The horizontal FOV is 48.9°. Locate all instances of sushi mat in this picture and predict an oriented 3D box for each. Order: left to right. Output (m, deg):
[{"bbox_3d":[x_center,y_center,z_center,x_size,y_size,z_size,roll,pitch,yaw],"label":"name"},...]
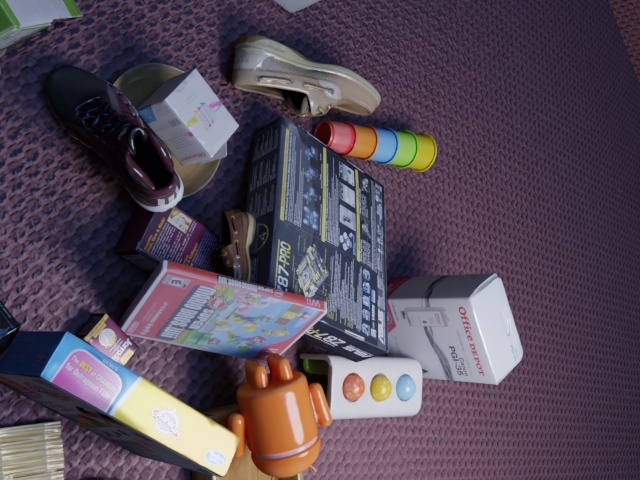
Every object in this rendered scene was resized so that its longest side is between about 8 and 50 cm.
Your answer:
[{"bbox_3d":[-0.509,0.341,0.968,0.316,0.019,0.151,5,82,-43],"label":"sushi mat"}]

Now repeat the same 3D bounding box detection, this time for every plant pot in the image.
[{"bbox_3d":[-0.276,-0.188,1.230,0.236,0.032,0.236,5,82,-42],"label":"plant pot"}]

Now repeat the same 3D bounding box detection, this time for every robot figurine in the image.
[{"bbox_3d":[-0.073,0.309,1.211,0.158,0.128,0.219,-22,100,-58],"label":"robot figurine"}]

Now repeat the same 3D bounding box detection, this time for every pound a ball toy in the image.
[{"bbox_3d":[0.075,0.259,1.446,0.319,0.136,0.208,12,78,-43],"label":"pound a ball toy"}]

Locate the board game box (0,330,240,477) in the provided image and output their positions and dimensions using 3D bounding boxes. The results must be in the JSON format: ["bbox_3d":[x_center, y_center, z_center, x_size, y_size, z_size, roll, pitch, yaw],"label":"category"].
[{"bbox_3d":[-0.306,0.236,1.018,0.316,0.242,0.064,43,58,-33],"label":"board game box"}]

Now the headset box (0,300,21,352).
[{"bbox_3d":[-0.555,0.100,0.820,0.246,0.131,0.283,51,51,-1],"label":"headset box"}]

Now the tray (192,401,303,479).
[{"bbox_3d":[-0.125,0.502,1.278,0.203,0.076,0.411,-2,88,-44],"label":"tray"}]

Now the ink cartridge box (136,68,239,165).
[{"bbox_3d":[-0.219,-0.201,1.200,0.143,0.092,0.090,53,54,-28],"label":"ink cartridge box"}]

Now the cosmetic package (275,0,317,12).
[{"bbox_3d":[-0.142,-0.661,1.312,0.453,0.161,0.230,28,67,-38],"label":"cosmetic package"}]

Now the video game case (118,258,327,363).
[{"bbox_3d":[-0.162,0.126,1.156,0.285,0.204,0.025,17,48,-27],"label":"video game case"}]

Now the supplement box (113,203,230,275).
[{"bbox_3d":[-0.241,0.021,1.208,0.188,0.081,0.104,39,61,-35],"label":"supplement box"}]

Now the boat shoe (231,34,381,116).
[{"bbox_3d":[-0.028,-0.302,1.424,0.341,0.122,0.110,14,81,-31],"label":"boat shoe"}]

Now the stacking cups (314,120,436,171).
[{"bbox_3d":[0.125,-0.222,1.571,0.316,0.096,0.096,6,82,-41],"label":"stacking cups"}]

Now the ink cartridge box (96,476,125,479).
[{"bbox_3d":[-0.248,0.521,1.117,0.275,0.060,0.239,18,81,-22],"label":"ink cartridge box"}]

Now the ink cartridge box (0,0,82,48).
[{"bbox_3d":[-0.472,-0.381,1.018,0.189,0.097,0.255,62,12,-17],"label":"ink cartridge box"}]

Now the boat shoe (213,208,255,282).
[{"bbox_3d":[-0.154,0.030,1.194,0.060,0.064,0.178,18,66,-37],"label":"boat shoe"}]

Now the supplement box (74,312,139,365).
[{"bbox_3d":[-0.342,0.163,1.125,0.083,0.043,0.055,52,54,-27],"label":"supplement box"}]

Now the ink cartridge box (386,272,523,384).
[{"bbox_3d":[0.266,0.188,1.530,0.117,0.283,0.207,-31,107,-41],"label":"ink cartridge box"}]

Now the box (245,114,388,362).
[{"bbox_3d":[0.000,0.000,1.357,0.318,0.097,0.395,30,49,-39],"label":"box"}]

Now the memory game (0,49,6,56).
[{"bbox_3d":[-0.543,-0.289,1.002,0.186,0.012,0.186,5,83,-43],"label":"memory game"}]

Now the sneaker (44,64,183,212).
[{"bbox_3d":[-0.306,-0.173,1.062,0.281,0.162,0.106,46,74,-5],"label":"sneaker"}]
